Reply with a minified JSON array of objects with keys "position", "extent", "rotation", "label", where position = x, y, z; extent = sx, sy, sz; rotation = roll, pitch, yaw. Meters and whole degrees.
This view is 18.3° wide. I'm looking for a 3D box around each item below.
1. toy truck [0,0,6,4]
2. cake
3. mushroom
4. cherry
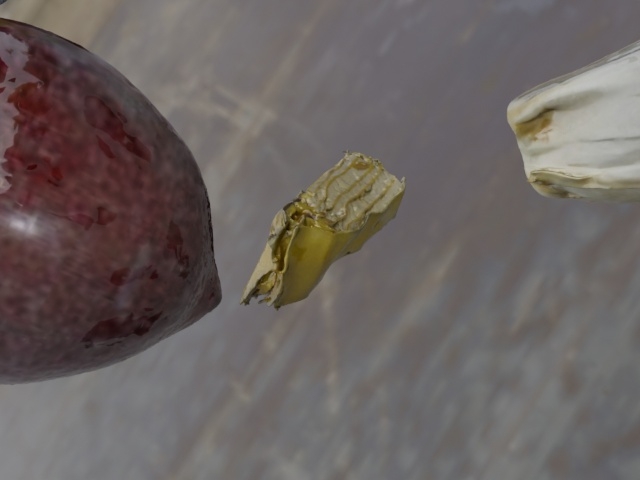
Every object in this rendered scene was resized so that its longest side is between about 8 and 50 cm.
[{"position":[-0.249,-0.285,1.627],"extent":[0.268,0.124,0.155],"rotation":[-14,36,18],"label":"toy truck"},{"position":[0.004,0.002,1.688],"extent":[0.116,0.080,0.185],"rotation":[-65,-7,24],"label":"cake"},{"position":[0.238,-0.101,0.954],"extent":[0.351,0.123,0.095],"rotation":[-30,45,43],"label":"mushroom"},{"position":[-0.195,-0.020,1.262],"extent":[0.203,0.300,0.230],"rotation":[132,153,-52],"label":"cherry"}]
